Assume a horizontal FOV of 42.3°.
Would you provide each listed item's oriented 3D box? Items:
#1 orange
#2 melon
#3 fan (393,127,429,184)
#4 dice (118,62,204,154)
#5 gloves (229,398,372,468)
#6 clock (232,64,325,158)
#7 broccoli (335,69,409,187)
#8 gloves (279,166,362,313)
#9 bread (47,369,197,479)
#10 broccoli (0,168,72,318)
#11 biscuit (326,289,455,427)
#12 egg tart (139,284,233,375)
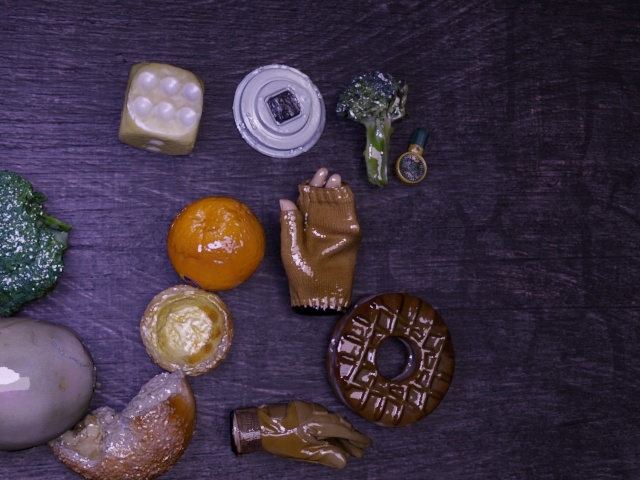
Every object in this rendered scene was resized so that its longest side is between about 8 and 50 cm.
[{"bbox_3d":[-0.231,0.008,1.849,0.219,0.193,0.219,-9,67,23],"label":"orange"},{"bbox_3d":[-0.610,0.288,1.661,0.330,0.268,0.268,-1,84,-25],"label":"melon"},{"bbox_3d":[0.239,-0.215,2.109,0.082,0.039,0.155,25,76,-13],"label":"fan"},{"bbox_3d":[-0.358,-0.293,1.858,0.169,0.169,0.166,10,80,-16],"label":"dice"},{"bbox_3d":[-0.043,0.437,1.888,0.331,0.154,0.141,6,84,-10],"label":"gloves"},{"bbox_3d":[-0.094,-0.319,2.009,0.236,0.053,0.236,2,83,-16],"label":"clock"},{"bbox_3d":[0.143,-0.289,2.060,0.198,0.177,0.274,-52,135,-49],"label":"broccoli"},{"bbox_3d":[-0.003,0.006,1.946,0.203,0.155,0.356,2,99,-10],"label":"gloves"},{"bbox_3d":[-0.399,0.432,1.759,0.314,0.171,0.192,-23,109,-9],"label":"bread"},{"bbox_3d":[-0.637,0.007,1.697,0.275,0.308,0.307,-4,84,-54],"label":"broccoli"},{"bbox_3d":[0.172,0.287,1.998,0.332,0.103,0.332,2,82,-18],"label":"biscuit"},{"bbox_3d":[-0.300,0.203,1.863,0.213,0.090,0.212,3,81,-17],"label":"egg tart"}]
